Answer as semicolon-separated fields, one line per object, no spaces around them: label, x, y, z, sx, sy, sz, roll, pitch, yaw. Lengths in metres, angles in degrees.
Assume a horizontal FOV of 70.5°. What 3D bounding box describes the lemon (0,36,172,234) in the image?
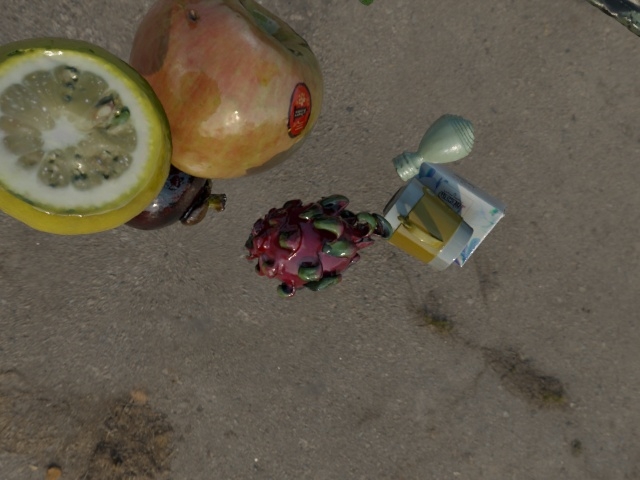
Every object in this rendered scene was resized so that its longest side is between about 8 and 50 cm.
lemon;-0.321;-0.127;0.591;0.241;0.219;0.240;-2;95;-27

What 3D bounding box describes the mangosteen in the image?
mangosteen;-0.422;-0.169;1.186;0.298;0.293;0.296;-2;86;26

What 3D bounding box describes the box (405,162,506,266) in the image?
box;0.368;-0.089;1.339;0.274;0.116;0.203;37;118;11

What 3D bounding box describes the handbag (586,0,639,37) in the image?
handbag;0.407;-0.323;0.469;0.317;0.180;0.416;32;49;-7

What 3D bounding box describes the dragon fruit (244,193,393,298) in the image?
dragon fruit;-0.009;-0.005;0.906;0.198;0.218;0.273;48;53;8

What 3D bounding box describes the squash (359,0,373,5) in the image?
squash;0.125;-0.967;1.468;0.107;0.107;0.394;-33;130;-16

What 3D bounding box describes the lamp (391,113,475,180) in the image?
lamp;0.255;-0.209;1.026;0.193;0.106;0.106;-30;100;18

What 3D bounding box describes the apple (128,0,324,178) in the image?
apple;-0.191;-0.309;0.934;0.392;0.391;0.346;37;122;-14

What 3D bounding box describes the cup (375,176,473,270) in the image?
cup;0.268;-0.033;1.191;0.226;0.241;0.185;36;109;2
